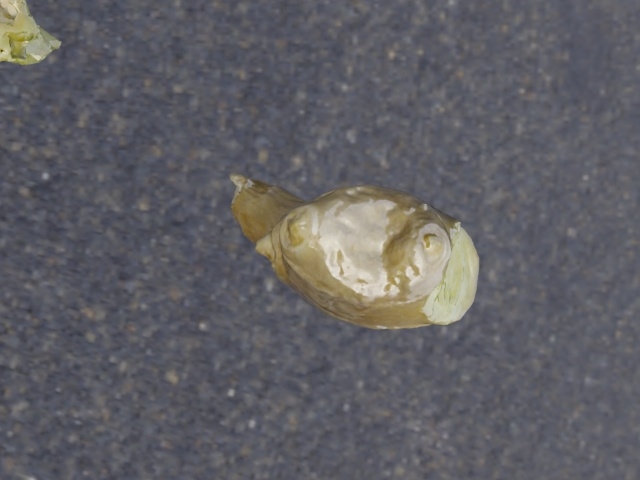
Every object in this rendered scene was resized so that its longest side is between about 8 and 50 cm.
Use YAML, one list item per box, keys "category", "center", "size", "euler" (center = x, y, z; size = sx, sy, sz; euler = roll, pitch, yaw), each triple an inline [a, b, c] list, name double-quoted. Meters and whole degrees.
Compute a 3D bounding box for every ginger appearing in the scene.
- category: "ginger"
  center: [0.000, 0.000, 0.850]
  size: [0.131, 0.294, 0.086]
  euler: [10, 94, -24]

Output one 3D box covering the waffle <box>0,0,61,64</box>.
- category: "waffle"
  center: [-0.241, -0.151, 0.561]
  size: [0.254, 0.052, 0.245]
  euler: [-19, 119, -8]
